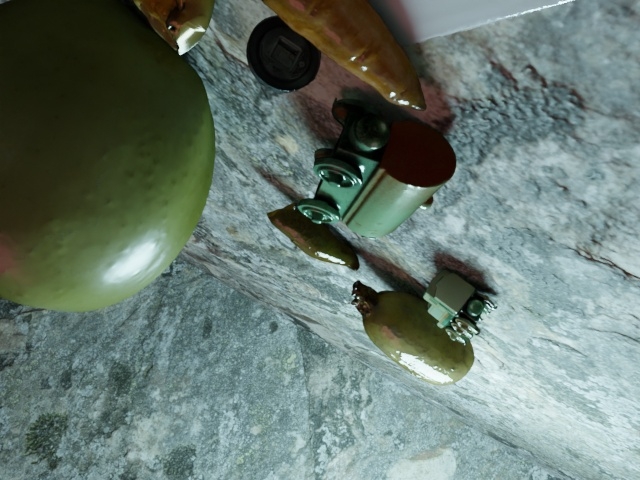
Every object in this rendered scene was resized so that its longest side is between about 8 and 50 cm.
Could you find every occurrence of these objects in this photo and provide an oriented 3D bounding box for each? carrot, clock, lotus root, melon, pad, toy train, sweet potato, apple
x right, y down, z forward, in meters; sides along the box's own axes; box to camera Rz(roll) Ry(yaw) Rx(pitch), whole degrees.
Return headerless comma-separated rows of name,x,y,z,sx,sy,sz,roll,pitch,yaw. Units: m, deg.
carrot,0.038,-0.190,0.552,0.205,0.072,0.072,38,163,-29
clock,-0.041,-0.205,0.627,0.085,0.085,0.017,36,168,-16
lotus root,0.196,0.205,1.257,0.343,0.151,0.169,35,163,-20
melon,-0.182,-0.304,0.627,0.128,0.079,0.160,43,171,28
pad,0.090,-0.231,0.460,0.156,0.004,0.232,43,160,-32
toy train,0.255,0.127,1.078,0.125,0.080,0.194,39,168,13
sweet potato,0.000,0.000,1.163,0.244,0.077,0.077,35,163,-23
apple,-0.377,-0.125,0.856,0.474,0.473,0.473,29,163,10
toy train,0.070,-0.081,0.769,0.177,0.116,0.285,20,163,-4
